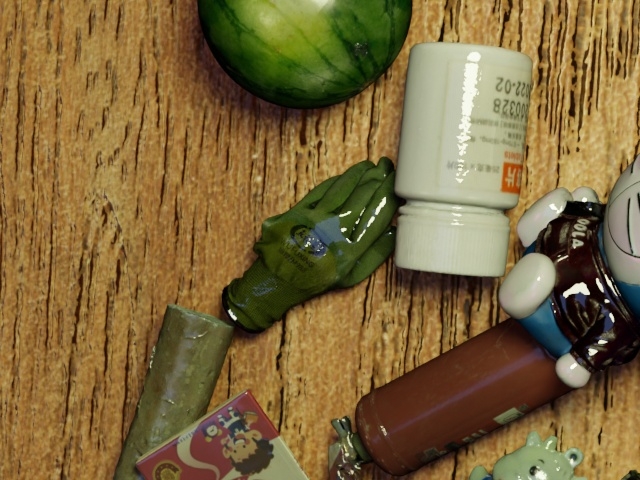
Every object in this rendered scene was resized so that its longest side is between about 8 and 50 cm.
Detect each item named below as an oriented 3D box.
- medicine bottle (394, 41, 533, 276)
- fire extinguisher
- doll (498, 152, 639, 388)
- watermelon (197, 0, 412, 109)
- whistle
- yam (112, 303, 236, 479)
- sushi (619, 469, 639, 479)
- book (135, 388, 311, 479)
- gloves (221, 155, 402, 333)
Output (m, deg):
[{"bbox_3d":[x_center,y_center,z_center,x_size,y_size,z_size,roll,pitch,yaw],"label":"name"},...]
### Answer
[{"bbox_3d":[0.153,-0.087,1.683,0.145,0.144,0.252,8,90,21],"label":"medicine bottle"},{"bbox_3d":[0.137,0.207,1.702,0.337,0.106,0.147,-31,66,19],"label":"fire extinguisher"},{"bbox_3d":[0.364,0.013,1.557,0.310,0.284,0.240,-31,123,33],"label":"doll"},{"bbox_3d":[-0.017,-0.268,1.703,0.242,0.242,0.242,0,90,22],"label":"watermelon"},{"bbox_3d":[0.193,0.304,1.690,0.244,0.092,0.110,-38,81,16],"label":"whistle"},{"bbox_3d":[-0.180,0.204,1.839,0.093,0.093,0.259,22,98,20],"label":"yam"},{"bbox_3d":[0.312,0.335,1.581,0.115,0.212,0.147,41,111,13],"label":"sushi"},{"bbox_3d":[-0.088,0.311,1.792,0.162,0.022,0.232,-33,94,7],"label":"book"},{"bbox_3d":[-0.003,0.008,1.770,0.135,0.107,0.268,42,104,-15],"label":"gloves"}]
